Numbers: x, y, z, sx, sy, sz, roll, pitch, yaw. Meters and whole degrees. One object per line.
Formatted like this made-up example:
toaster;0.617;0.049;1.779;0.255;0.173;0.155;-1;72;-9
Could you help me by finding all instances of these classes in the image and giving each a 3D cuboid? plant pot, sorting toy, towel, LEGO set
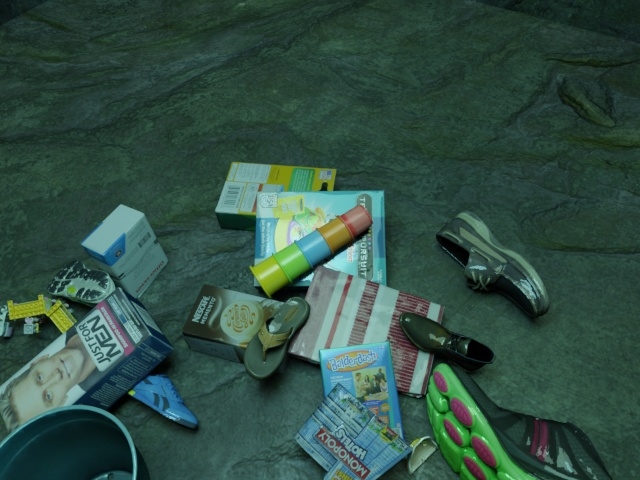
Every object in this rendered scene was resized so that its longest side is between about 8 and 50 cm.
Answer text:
plant pot;-0.432;0.479;0.933;0.271;0.255;0.272;-2;53;2
sorting toy;0.203;0.432;1.053;0.083;0.075;0.045;-34;58;-22
towel;0.111;0.210;1.208;0.329;0.037;0.237;18;65;5
LEGO set;-0.661;0.203;1.282;0.287;0.107;0.132;12;88;6

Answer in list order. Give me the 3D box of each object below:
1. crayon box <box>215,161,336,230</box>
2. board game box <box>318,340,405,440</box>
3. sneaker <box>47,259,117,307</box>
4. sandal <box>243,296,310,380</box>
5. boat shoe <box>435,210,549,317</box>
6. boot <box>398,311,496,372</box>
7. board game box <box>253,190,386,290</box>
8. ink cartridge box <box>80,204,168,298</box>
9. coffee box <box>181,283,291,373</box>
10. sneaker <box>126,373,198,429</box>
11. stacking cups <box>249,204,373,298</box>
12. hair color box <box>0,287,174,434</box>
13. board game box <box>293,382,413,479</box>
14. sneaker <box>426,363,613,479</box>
crayon box;-0.123;-0.124;1.497;0.323;0.083;0.203;5;53;7
board game box;0.086;0.334;1.107;0.160;0.047;0.210;-6;75;-2
sneaker;-0.603;0.130;1.310;0.275;0.110;0.107;14;58;37
sandal;-0.095;0.205;1.130;0.090;0.060;0.219;29;59;19
boat shoe;0.426;0.075;1.305;0.130;0.132;0.355;-29;47;-7
boot;0.286;0.218;1.140;0.219;0.106;0.082;33;62;-9
board game box;0.000;0.000;1.336;0.336;0.079;0.254;-1;77;3
ink cartridge box;-0.498;0.034;1.317;0.086;0.203;0.148;21;55;20
coffee box;-0.187;0.211;1.228;0.246;0.098;0.141;11;54;10
sneaker;-0.350;0.348;1.146;0.209;0.069;0.082;23;61;21
stacking cups;-0.021;0.013;1.248;0.316;0.096;0.096;-35;57;-6
hair color box;-0.520;0.289;1.126;0.347;0.105;0.174;-43;57;-9
board game box;0.048;0.427;1.026;0.194;0.060;0.194;40;78;8
sneaker;0.411;0.430;1.010;0.202;0.185;0.483;-25;56;-38
